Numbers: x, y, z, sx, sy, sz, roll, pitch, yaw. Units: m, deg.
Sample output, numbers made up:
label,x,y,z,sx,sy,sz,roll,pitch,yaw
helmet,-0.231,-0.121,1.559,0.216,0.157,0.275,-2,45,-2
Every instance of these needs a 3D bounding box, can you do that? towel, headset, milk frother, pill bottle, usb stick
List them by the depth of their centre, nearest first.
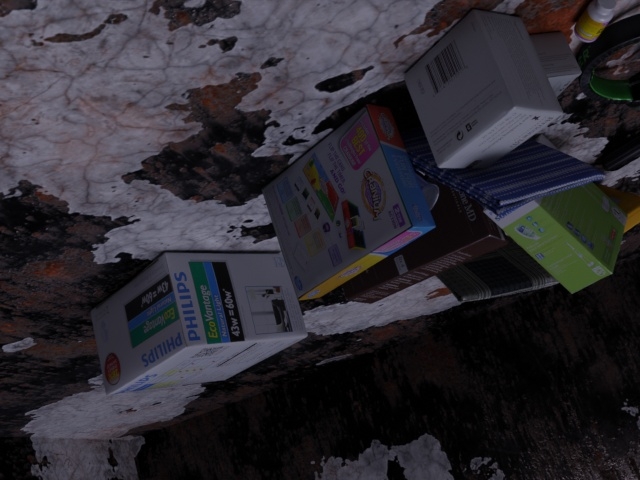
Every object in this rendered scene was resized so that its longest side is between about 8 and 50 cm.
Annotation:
label,x,y,z,sx,sy,sz,roll,pitch,yaw
pill bottle,0.447,-0.362,1.335,0.043,0.043,0.083,-14,162,-12
towel,0.289,-0.139,1.450,0.243,0.336,0.040,-17,122,-27
headset,0.659,-0.358,1.475,0.394,0.185,0.243,-5,160,9
milk frother,0.145,-0.127,1.583,0.143,0.134,0.129,-2,125,-47
usb stick,0.814,-0.251,2.014,0.077,0.045,0.278,-12,162,-41
towel,0.399,0.052,2.132,0.312,0.324,0.056,-9,124,-25

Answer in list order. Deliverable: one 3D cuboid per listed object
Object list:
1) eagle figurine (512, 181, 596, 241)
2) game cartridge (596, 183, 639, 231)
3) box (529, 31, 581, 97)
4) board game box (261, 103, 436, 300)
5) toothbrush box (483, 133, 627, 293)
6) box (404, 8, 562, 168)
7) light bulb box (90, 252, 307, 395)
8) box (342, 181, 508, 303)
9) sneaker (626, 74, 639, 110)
label,x,y,z,sx,sy,sz,roll,pitch,yaw
eagle figurine,0.566,-0.088,2.098,0.226,0.225,0.298,17,-152,17
game cartridge,0.691,-0.040,2.176,0.285,0.053,0.324,-35,-172,4
box,0.364,-0.288,1.402,0.101,0.087,0.101,-11,161,-22
board game box,0.039,-0.062,1.505,0.064,0.242,0.316,-1,156,-45
toothbrush box,0.521,-0.059,1.810,0.122,0.283,0.206,-37,-164,47
box,0.252,-0.233,1.302,0.119,0.182,0.181,-3,156,-37
light bulb box,-0.293,0.198,1.968,0.361,0.225,0.358,2,154,-45
box,0.216,-0.009,1.910,0.381,0.191,0.143,-27,160,23
sneaker,0.735,-0.330,1.647,0.130,0.087,0.227,-5,161,-40
